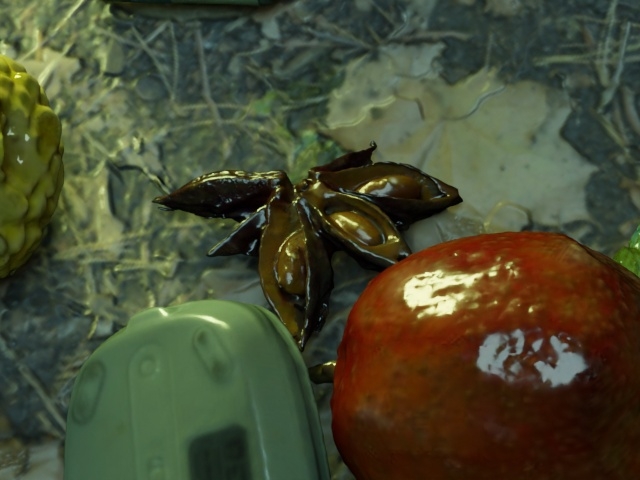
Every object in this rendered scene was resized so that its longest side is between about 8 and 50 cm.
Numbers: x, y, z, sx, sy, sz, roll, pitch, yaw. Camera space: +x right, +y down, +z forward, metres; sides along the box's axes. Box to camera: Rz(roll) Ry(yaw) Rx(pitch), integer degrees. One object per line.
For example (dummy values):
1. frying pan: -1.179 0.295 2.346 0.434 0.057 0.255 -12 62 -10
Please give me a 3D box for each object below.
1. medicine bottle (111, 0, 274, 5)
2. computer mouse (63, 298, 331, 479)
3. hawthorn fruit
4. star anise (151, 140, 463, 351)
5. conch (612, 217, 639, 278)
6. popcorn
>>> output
1. medicine bottle: -0.065 -0.216 1.160 0.209 0.053 0.090 2 72 5
2. computer mouse: -0.074 0.200 1.001 0.197 0.095 0.330 -15 66 23
3. hawthorn fruit: 0.096 0.095 0.973 0.253 0.205 0.205 -2 70 27
4. star anise: 0.000 -0.003 1.072 0.212 0.053 0.157 -11 47 -8
5. conch: 0.231 0.022 1.046 0.121 0.074 0.089 0 94 -18
6. popcorn: -0.261 -0.048 1.080 0.170 0.180 0.180 -12 69 -29
